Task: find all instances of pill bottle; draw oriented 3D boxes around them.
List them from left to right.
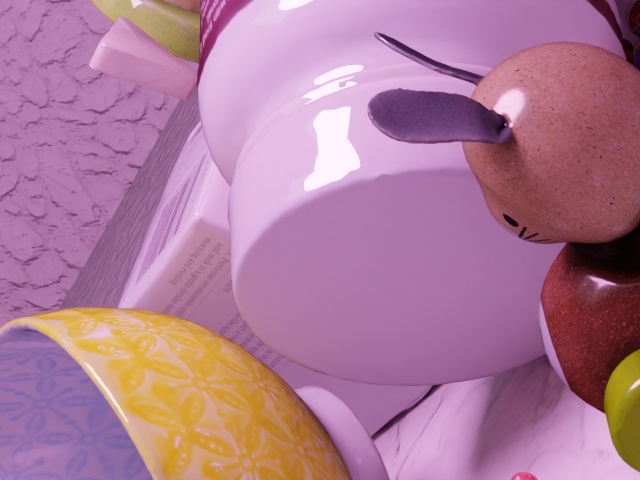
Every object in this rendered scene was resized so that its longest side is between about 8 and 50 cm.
[{"bbox_3d":[0.045,-0.134,1.054,0.224,0.224,0.392,-50,32,46],"label":"pill bottle"}]

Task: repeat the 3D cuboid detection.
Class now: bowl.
[{"bbox_3d":[-0.052,0.156,1.052,0.156,0.289,0.289,-20,-10,-27],"label":"bowl"}]

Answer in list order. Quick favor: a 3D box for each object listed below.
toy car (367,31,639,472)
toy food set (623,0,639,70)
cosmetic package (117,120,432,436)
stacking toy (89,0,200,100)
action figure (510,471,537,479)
[{"bbox_3d":[0.098,-0.020,0.798,0.149,0.188,0.155,-58,12,21],"label":"toy car"},{"bbox_3d":[0.174,-0.105,1.090,0.078,0.019,0.122,-45,20,55],"label":"toy food set"},{"bbox_3d":[0.000,0.000,1.196,0.151,0.184,0.151,-46,21,54],"label":"cosmetic package"},{"bbox_3d":[-0.032,-0.172,1.520,0.130,0.279,0.309,-60,16,19],"label":"stacking toy"},{"bbox_3d":[0.071,0.160,0.913,0.115,0.030,0.038,-60,6,0],"label":"action figure"}]
